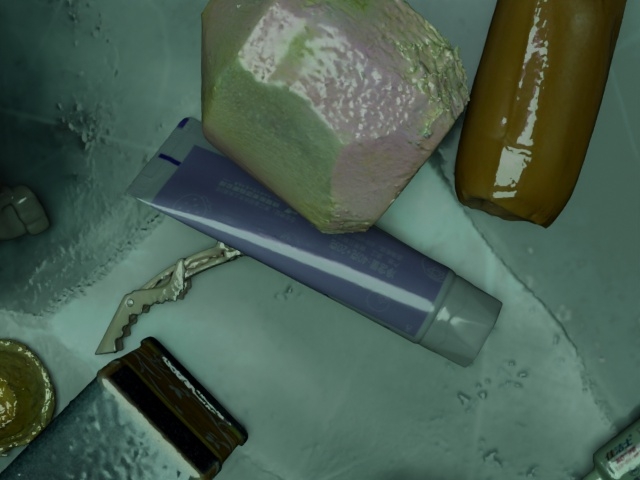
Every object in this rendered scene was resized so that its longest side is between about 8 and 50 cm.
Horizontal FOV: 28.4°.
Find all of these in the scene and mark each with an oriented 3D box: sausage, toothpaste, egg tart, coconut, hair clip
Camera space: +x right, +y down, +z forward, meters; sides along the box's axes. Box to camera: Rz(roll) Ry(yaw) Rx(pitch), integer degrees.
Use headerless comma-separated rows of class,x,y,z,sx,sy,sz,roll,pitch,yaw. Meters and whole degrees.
sausage,0.219,-0.192,1.191,0.134,0.116,0.354,18,88,-34
toothpaste,0.361,0.167,1.232,0.268,0.047,0.069,-37,69,4
egg tart,-0.341,0.162,1.307,0.129,0.049,0.128,0,91,5
coconut,0.000,-0.149,1.164,0.245,0.233,0.233,40,96,-2
toothpaste,0.000,0.000,1.239,0.371,0.080,0.125,30,51,1
hair clip,-0.149,0.038,1.288,0.226,0.034,0.072,-33,85,8

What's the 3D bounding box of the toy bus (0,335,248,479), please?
toy bus,-0.242,0.263,1.227,0.323,0.194,0.162,-45,88,6

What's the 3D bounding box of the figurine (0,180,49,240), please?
figurine,-0.432,-0.010,1.196,0.167,0.342,0.285,46,118,12
